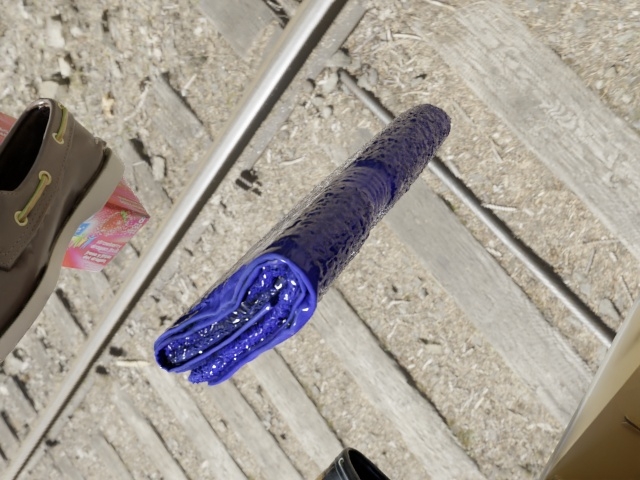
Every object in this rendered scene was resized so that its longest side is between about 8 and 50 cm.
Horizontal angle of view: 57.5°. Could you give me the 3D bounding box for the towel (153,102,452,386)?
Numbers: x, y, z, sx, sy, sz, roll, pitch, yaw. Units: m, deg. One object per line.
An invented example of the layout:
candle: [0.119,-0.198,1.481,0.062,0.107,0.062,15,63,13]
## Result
towel: [0.000,0.000,0.551,0.076,0.308,0.227,48,134,-6]

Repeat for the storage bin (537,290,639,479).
storage bin: [0.342,0.137,0.435,0.123,0.262,0.260,35,170,-8]

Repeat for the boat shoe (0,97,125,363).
boat shoe: [-0.265,-0.004,0.475,0.116,0.324,0.097,-18,127,23]

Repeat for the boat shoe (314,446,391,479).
boat shoe: [0.187,0.580,1.115,0.500,0.186,0.156,28,89,36]

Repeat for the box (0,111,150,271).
box: [-0.356,-0.058,0.731,0.122,0.257,0.128,-43,68,9]
